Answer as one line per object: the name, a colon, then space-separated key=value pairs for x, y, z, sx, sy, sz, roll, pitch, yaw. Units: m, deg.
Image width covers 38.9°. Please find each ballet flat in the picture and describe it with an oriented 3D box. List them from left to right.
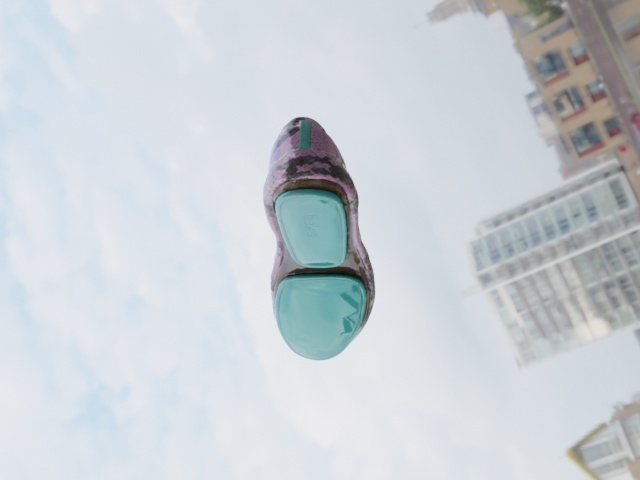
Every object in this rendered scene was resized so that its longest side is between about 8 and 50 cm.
ballet flat: x=0.000 y=0.000 z=0.629 sx=0.221 sy=0.077 sz=0.079 roll=84 pitch=-171 yaw=-54
